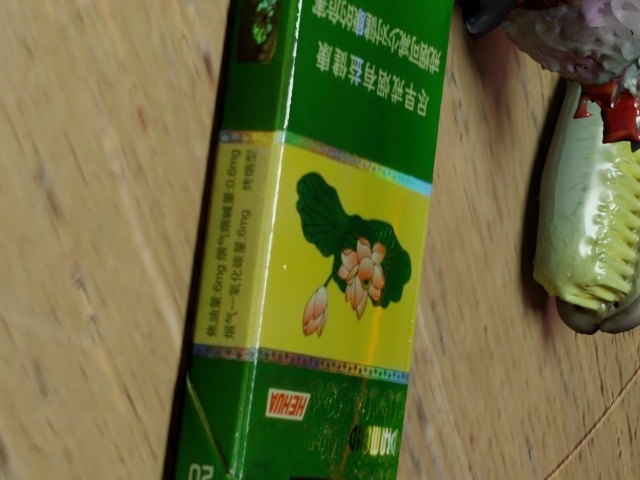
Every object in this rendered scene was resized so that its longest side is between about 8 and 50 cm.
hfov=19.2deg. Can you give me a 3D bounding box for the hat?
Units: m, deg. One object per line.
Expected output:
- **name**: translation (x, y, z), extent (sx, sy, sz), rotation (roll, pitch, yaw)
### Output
- **hat**: translation (0.085, -0.156, 0.819), extent (0.227, 0.129, 0.140), rotation (35, 78, -42)

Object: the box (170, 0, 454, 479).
- **box**: translation (0.000, 0.000, 0.749), extent (0.132, 0.034, 0.235), rotation (15, 81, -60)

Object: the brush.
- **brush**: translation (0.161, -0.106, 0.987), extent (0.067, 0.072, 0.313), rotation (28, 69, -44)
